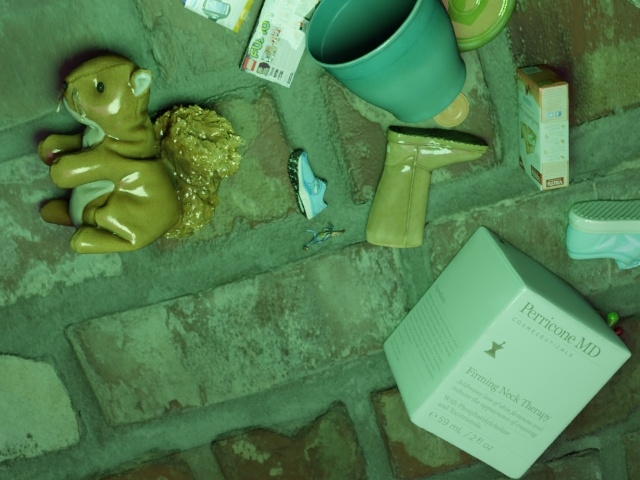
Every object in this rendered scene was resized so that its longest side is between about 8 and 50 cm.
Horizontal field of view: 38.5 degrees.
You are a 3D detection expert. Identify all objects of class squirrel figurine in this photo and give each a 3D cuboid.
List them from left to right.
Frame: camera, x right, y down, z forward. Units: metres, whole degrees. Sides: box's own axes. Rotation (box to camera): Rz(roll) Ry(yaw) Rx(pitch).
[{"bbox_3d":[-0.366,-0.188,1.861,0.397,0.281,0.370,-1,106,-22],"label":"squirrel figurine"}]

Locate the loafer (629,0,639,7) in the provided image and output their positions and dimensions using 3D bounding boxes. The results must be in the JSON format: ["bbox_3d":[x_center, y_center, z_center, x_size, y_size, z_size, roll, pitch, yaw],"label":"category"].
[{"bbox_3d":[0.632,-0.522,1.918,0.125,0.045,0.039,15,119,-17],"label":"loafer"}]

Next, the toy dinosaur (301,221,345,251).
[{"bbox_3d":[0.000,0.000,2.086,0.090,0.047,0.082,22,129,-28],"label":"toy dinosaur"}]

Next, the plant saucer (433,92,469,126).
[{"bbox_3d":[0.284,-0.287,1.999,0.083,0.013,0.083,-3,116,-7],"label":"plant saucer"}]

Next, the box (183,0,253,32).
[{"bbox_3d":[-0.209,-0.482,1.828,0.136,0.028,0.081,23,110,-21],"label":"box"}]

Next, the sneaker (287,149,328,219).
[{"bbox_3d":[-0.024,-0.130,2.019,0.073,0.063,0.162,-23,122,-16],"label":"sneaker"}]

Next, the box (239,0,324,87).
[{"bbox_3d":[-0.079,-0.429,1.871,0.114,0.036,0.207,18,112,-15],"label":"box"}]

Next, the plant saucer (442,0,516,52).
[{"bbox_3d":[0.295,-0.502,1.886,0.241,0.037,0.241,-3,116,-7],"label":"plant saucer"}]

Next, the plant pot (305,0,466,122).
[{"bbox_3d":[0.154,-0.375,1.809,0.272,0.271,0.255,-40,131,12],"label":"plant pot"}]

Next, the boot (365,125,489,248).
[{"bbox_3d":[0.234,-0.113,2.040,0.236,0.089,0.269,8,114,1],"label":"boot"}]

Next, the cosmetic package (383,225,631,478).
[{"bbox_3d":[0.408,0.251,2.098,0.329,0.327,0.393,31,107,-20],"label":"cosmetic package"}]

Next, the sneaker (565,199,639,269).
[{"bbox_3d":[0.748,-0.007,2.140,0.366,0.135,0.150,4,123,0],"label":"sneaker"}]

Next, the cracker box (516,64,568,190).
[{"bbox_3d":[0.476,-0.244,1.965,0.067,0.155,0.232,-10,116,-3],"label":"cracker box"}]

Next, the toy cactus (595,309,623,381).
[{"bbox_3d":[0.654,0.274,2.232,0.219,0.180,0.112,-35,135,15],"label":"toy cactus"}]
